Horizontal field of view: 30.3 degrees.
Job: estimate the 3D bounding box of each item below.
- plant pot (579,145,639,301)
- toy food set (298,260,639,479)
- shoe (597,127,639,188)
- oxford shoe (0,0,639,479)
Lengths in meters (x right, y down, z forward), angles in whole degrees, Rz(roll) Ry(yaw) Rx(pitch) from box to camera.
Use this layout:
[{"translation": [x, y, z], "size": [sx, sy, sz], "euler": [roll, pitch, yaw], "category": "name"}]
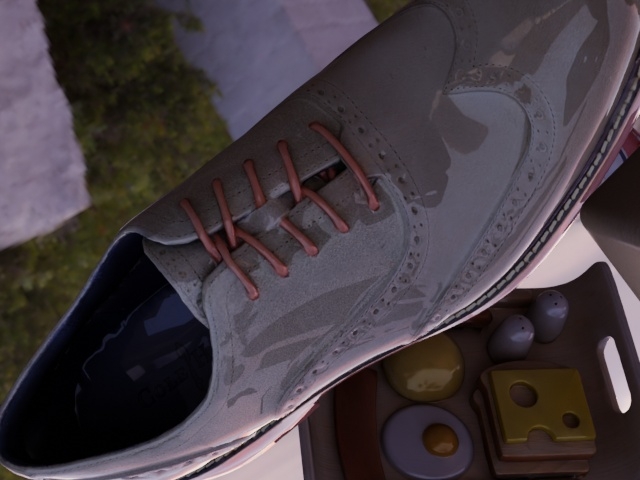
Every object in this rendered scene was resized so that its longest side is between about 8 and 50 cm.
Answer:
[{"translation": [0.152, -0.003, 0.387], "size": [0.109, 0.109, 0.096], "euler": [-44, -160, -8], "category": "plant pot"}, {"translation": [0.122, 0.110, 0.988], "size": [0.306, 0.220, 0.092], "euler": [0, 144, -12], "category": "toy food set"}, {"translation": [0.216, -0.032, 0.721], "size": [0.081, 0.178, 0.063], "euler": [-27, 163, -2], "category": "shoe"}, {"translation": [0.000, 0.000, 0.565], "size": [0.397, 0.140, 0.146], "euler": [-47, 161, 19], "category": "oxford shoe"}]
